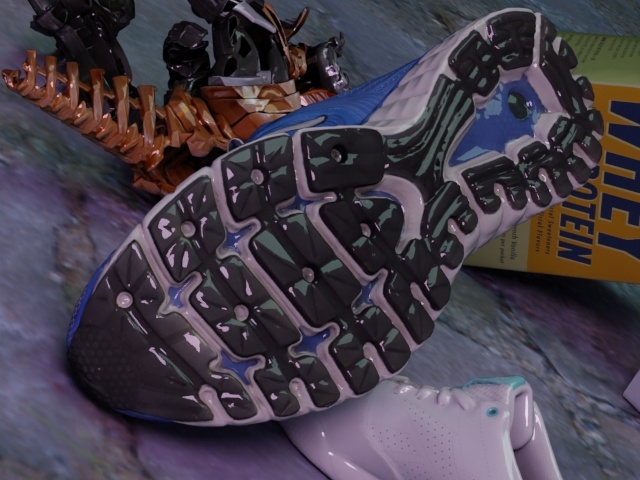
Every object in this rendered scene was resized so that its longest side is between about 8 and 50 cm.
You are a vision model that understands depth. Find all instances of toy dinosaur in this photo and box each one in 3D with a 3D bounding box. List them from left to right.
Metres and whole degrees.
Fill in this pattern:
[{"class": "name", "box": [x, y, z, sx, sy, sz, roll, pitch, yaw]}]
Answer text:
[{"class": "toy dinosaur", "box": [-0.055, -0.086, 1.104, 0.218, 0.164, 0.322, 61, 5, 18]}]

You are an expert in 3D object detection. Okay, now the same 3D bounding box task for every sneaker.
[{"class": "sneaker", "box": [0.000, 0.000, 0.963, 0.330, 0.147, 0.129, -31, 95, -40]}, {"class": "sneaker", "box": [0.060, 0.094, 0.936, 0.212, 0.094, 0.080, 41, 21, 33]}]

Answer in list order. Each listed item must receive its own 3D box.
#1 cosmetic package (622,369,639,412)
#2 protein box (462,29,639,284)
[{"class": "cosmetic package", "box": [0.425, 0.152, 1.336, 0.377, 0.097, 0.284, -1, 41, -47]}, {"class": "protein box", "box": [0.210, -0.061, 1.362, 0.201, 0.136, 0.200, 6, 16, 11]}]
